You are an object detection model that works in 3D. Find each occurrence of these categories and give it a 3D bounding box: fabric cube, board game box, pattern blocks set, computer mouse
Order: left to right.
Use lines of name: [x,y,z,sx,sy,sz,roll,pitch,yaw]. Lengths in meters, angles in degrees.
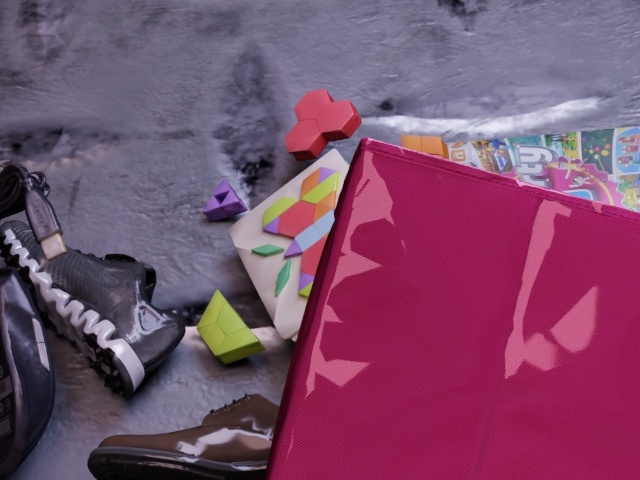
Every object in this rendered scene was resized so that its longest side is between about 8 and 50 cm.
computer mouse: [-0.259,0.065,1.117,0.060,0.184,0.262,6,57,-43]
pattern blocks set: [0.000,0.000,1.162,0.285,0.026,0.325,-47,44,-6]
fabric cube: [0.107,0.107,0.905,0.259,0.254,0.258,15,78,0]
board game box: [0.247,0.011,1.144,0.303,0.097,0.224,-5,51,5]

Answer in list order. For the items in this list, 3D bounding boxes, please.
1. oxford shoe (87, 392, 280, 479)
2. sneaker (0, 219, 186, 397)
oxford shoe: [-0.081,0.178,1.066,0.227,0.083,0.096,3,48,-6]
sneaker: [-0.213,0.046,1.190,0.106,0.078,0.234,-34,56,-27]
